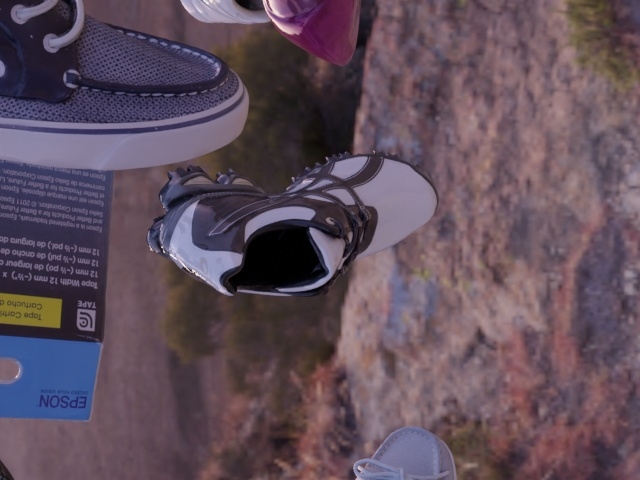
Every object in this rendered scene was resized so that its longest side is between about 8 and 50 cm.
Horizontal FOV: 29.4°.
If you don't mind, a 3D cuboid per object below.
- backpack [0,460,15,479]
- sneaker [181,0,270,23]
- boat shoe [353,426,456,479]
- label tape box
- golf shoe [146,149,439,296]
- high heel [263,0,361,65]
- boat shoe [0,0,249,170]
[{"bbox_3d":[-0.204,0.147,0.388,0.191,0.225,0.253,63,177,0],"label":"backpack"},{"bbox_3d":[-0.142,-0.393,1.538,0.152,0.305,0.114,20,67,36],"label":"sneaker"},{"bbox_3d":[0.061,0.315,1.277,0.118,0.320,0.103,15,137,22],"label":"boat shoe"},{"bbox_3d":[-0.317,-0.020,1.081,0.115,0.249,0.348,-4,80,50],"label":"label tape box"},{"bbox_3d":[0.000,0.000,0.725,0.094,0.198,0.077,45,135,44],"label":"golf shoe"},{"bbox_3d":[-0.004,-0.369,1.270,0.127,0.181,0.377,-3,59,28],"label":"high heel"},{"bbox_3d":[-0.205,-0.145,0.800,0.127,0.340,0.158,-115,31,-52],"label":"boat shoe"}]
